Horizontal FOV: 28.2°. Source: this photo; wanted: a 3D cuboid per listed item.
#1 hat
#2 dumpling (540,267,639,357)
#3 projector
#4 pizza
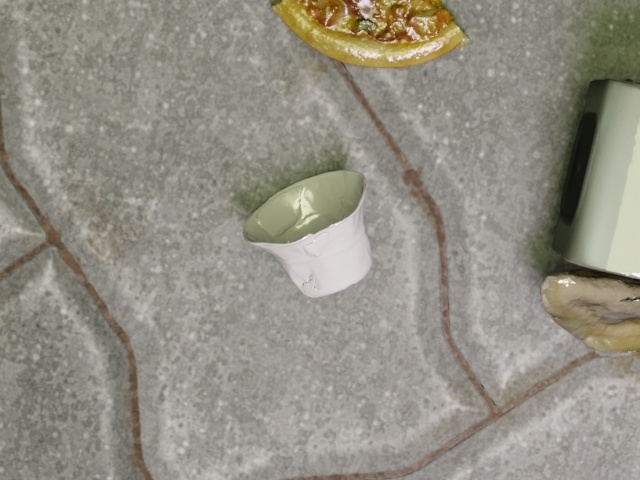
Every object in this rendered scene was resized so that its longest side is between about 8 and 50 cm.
[{"bbox_3d":[0.000,0.000,1.803,0.203,0.203,0.126,-24,117,4],"label":"hat"},{"bbox_3d":[0.447,0.093,1.825,0.332,0.166,0.086,9,54,-14],"label":"dumpling"},{"bbox_3d":[0.468,-0.072,1.724,0.248,0.248,0.249,13,96,1],"label":"projector"},{"bbox_3d":[0.077,-0.344,1.806,0.292,0.058,0.197,14,95,1],"label":"pizza"}]
